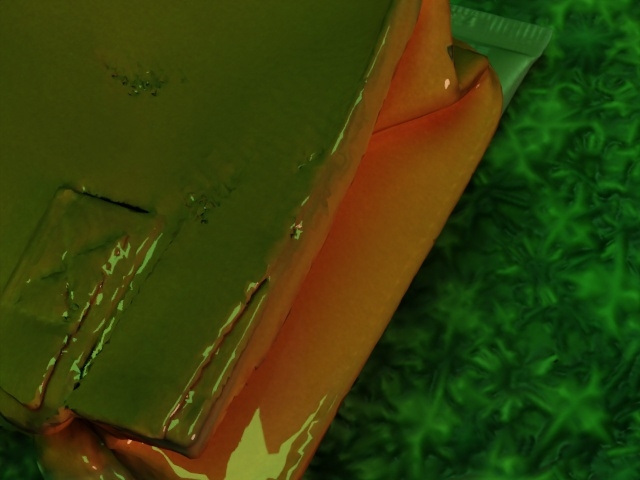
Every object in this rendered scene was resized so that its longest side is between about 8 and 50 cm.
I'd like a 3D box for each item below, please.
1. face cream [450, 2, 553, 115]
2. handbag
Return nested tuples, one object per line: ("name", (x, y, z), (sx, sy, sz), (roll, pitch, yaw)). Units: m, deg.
("face cream", (0.000, 0.000, 0.869), (0.137, 0.084, 0.341), (16, 61, 19))
("handbag", (-0.143, -0.049, 0.832), (0.410, 0.116, 0.303), (15, 64, 32))
